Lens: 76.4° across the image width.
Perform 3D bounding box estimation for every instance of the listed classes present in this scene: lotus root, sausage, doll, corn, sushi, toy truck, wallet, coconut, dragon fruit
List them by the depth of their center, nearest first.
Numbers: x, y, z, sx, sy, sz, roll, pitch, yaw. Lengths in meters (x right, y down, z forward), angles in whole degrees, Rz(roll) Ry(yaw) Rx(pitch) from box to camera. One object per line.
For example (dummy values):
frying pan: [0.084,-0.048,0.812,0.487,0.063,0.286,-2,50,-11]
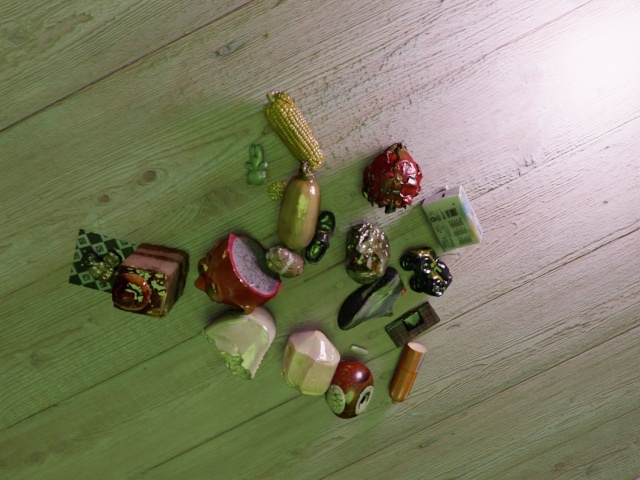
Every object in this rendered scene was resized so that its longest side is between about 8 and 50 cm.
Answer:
corn: [-0.091,-0.388,1.454,0.119,0.119,0.322,-37,113,5]
doll: [-0.227,-0.276,1.494,0.115,0.077,0.150,9,106,37]
lotus root: [-0.072,-0.126,1.504,0.151,0.169,0.342,11,112,-10]
dragon fruit: [-0.321,0.137,1.515,0.226,0.305,0.305,-34,109,19]
dragon fruit: [0.262,-0.250,1.516,0.234,0.234,0.293,-1,77,-7]
sushi: [-0.833,0.098,1.546,0.220,0.047,0.231,17,105,-12]
doll: [-0.125,0.092,1.563,0.105,0.115,0.221,-59,149,-6]
coconut: [-0.044,0.490,1.680,0.233,0.233,0.245,11,106,-11]
toy truck: [0.450,0.119,1.684,0.165,0.147,0.224,-36,107,-21]
wallet: [0.408,0.373,1.800,0.230,0.042,0.124,-34,111,6]
sausage: [0.387,0.614,1.847,0.093,0.093,0.312,14,106,-11]

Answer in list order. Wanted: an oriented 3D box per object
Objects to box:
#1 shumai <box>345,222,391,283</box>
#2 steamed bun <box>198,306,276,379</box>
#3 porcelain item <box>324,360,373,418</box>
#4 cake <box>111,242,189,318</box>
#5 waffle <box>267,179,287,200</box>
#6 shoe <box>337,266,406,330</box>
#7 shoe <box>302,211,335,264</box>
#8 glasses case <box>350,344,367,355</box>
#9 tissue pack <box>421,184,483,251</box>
shumai: [0.189,0.069,1.588,0.189,0.218,0.256,-4,108,3]
steamed bun: [-0.326,0.370,1.583,0.272,0.290,0.273,31,83,-10]
porcelain item: [0.105,0.633,1.778,0.253,0.253,0.253,-2,108,-7]
cake: [-0.610,0.149,1.466,0.199,0.293,0.196,15,105,-7]
waffle: [-0.160,-0.187,1.560,0.085,0.016,0.078,-24,106,-1]
shoe: [0.228,0.275,1.711,0.336,0.132,0.171,-43,117,4]
shoe: [0.000,0.000,1.590,0.099,0.112,0.227,20,106,-12]
glasses case: [0.172,0.491,1.816,0.083,0.021,0.032,22,104,-14]
tissue pack: [0.532,-0.097,1.629,0.159,0.145,0.229,-19,112,34]
